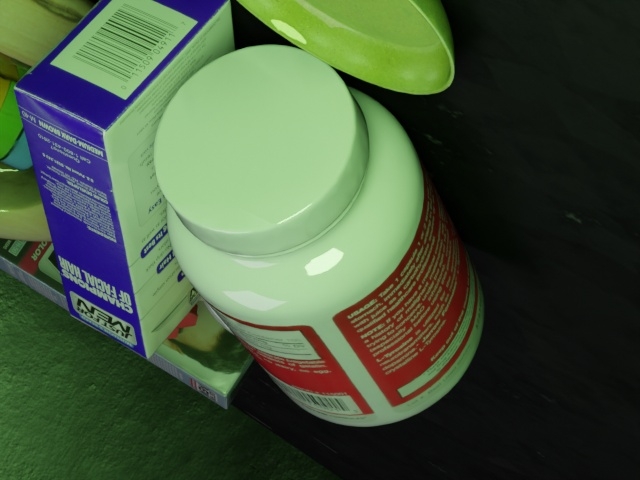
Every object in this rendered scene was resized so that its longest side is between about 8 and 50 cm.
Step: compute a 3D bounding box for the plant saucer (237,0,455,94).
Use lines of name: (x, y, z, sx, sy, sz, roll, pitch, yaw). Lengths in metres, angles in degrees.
plant saucer: (0.004, -0.193, 1.362, 0.241, 0.037, 0.241, 31, 167, 8)

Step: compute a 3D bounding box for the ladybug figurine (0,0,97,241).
ladybug figurine: (-0.336, -0.159, 1.833, 0.449, 0.305, 0.162, 27, -147, -26)

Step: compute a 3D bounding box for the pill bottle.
pill bottle: (0.000, 0.000, 1.654, 0.229, 0.229, 0.407, 26, 165, 26)

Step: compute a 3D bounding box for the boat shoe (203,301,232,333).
boat shoe: (-0.097, 0.040, 2.292, 0.320, 0.118, 0.103, 46, 167, -24)

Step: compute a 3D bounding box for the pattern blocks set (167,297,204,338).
pattern blocks set: (-0.133, 0.018, 2.148, 0.286, 0.026, 0.325, -7, 143, 15)

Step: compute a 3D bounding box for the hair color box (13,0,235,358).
hair color box: (-0.161, -0.068, 1.685, 0.110, 0.185, 0.338, 26, 148, 22)

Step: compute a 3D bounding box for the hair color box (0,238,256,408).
hair color box: (-0.233, 0.045, 2.462, 0.374, 0.185, 0.113, 31, 167, 5)
